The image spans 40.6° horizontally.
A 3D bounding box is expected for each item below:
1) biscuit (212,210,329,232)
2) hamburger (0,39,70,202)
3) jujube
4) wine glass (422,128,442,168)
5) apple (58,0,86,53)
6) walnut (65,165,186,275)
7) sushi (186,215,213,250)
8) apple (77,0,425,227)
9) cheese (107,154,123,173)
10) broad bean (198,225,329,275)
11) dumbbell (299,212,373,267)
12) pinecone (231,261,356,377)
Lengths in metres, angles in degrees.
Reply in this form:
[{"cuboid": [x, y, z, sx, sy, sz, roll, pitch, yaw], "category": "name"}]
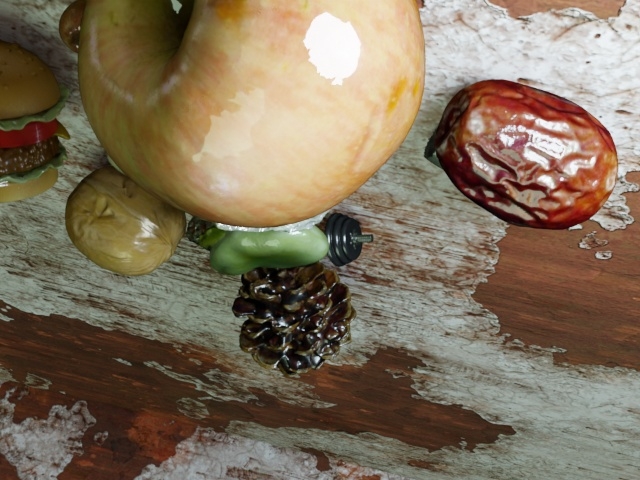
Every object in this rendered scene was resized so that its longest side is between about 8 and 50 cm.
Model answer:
[{"cuboid": [-0.068, -0.056, 1.393, 0.188, 0.265, 0.040, 23, 120, 41], "category": "biscuit"}, {"cuboid": [-0.519, -0.197, 1.305, 0.275, 0.274, 0.212, 13, 117, 4], "category": "hamburger"}, {"cuboid": [0.278, -0.111, 1.160, 0.243, 0.183, 0.183, 22, 151, -15], "category": "jujube"}, {"cuboid": [0.247, -0.104, 1.308, 0.198, 0.066, 0.066, 25, 151, -19], "category": "wine glass"}, {"cuboid": [-0.325, -0.301, 1.214, 0.084, 0.071, 0.084, 5, 147, 3], "category": "apple"}, {"cuboid": [-0.353, -0.036, 1.574, 0.226, 0.193, 0.193, 22, 155, 20], "category": "walnut"}, {"cuboid": [-0.184, -0.027, 1.627, 0.150, 0.090, 0.078, -6, 155, 43], "category": "sushi"}, {"cuboid": [-0.070, -0.198, 0.964, 0.392, 0.391, 0.346, -8, 164, 36], "category": "apple"}, {"cuboid": [-0.234, -0.125, 1.467, 0.159, 0.093, 0.263, -18, 138, 43], "category": "cheese"}, {"cuboid": [-0.098, 0.000, 1.476, 0.228, 0.100, 0.169, -2, 163, 7], "category": "broad bean"}, {"cuboid": [0.000, 0.000, 1.575, 0.209, 0.099, 0.099, -3, 148, 29], "category": "dumbbell"}, {"cuboid": [-0.064, 0.136, 1.718, 0.243, 0.243, 0.257, -13, 130, 42], "category": "pinecone"}]
